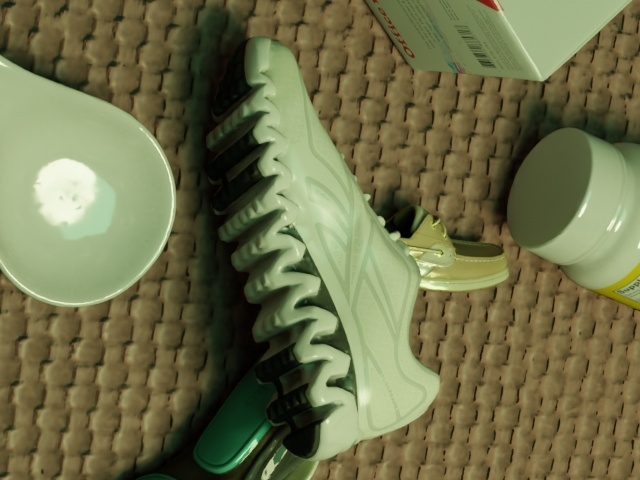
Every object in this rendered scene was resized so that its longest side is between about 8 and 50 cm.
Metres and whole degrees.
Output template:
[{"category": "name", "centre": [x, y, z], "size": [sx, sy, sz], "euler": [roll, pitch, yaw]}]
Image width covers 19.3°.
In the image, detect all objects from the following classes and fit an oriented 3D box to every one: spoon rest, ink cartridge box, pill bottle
[{"category": "spoon rest", "centre": [-0.202, -0.069, 1.222], "size": [0.137, 0.084, 0.276], "euler": [-48, 115, -12]}, {"category": "ink cartridge box", "centre": [0.116, -0.201, 1.310], "size": [0.127, 0.176, 0.128], "euler": [-44, 115, -17]}, {"category": "pill bottle", "centre": [0.254, -0.005, 1.443], "size": [0.209, 0.119, 0.119], "euler": [22, 88, -28]}]

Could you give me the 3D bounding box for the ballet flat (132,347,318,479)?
[{"category": "ballet flat", "centre": [-0.077, 0.188, 1.326], "size": [0.280, 0.095, 0.096], "euler": [-40, 125, -16]}]

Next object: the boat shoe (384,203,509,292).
[{"category": "boat shoe", "centre": [0.066, 0.003, 1.381], "size": [0.170, 0.063, 0.059], "euler": [2, 103, -26]}]

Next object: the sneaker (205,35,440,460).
[{"category": "sneaker", "centre": [0.000, 0.000, 1.298], "size": [0.118, 0.110, 0.292], "euler": [-12, 86, -24]}]
